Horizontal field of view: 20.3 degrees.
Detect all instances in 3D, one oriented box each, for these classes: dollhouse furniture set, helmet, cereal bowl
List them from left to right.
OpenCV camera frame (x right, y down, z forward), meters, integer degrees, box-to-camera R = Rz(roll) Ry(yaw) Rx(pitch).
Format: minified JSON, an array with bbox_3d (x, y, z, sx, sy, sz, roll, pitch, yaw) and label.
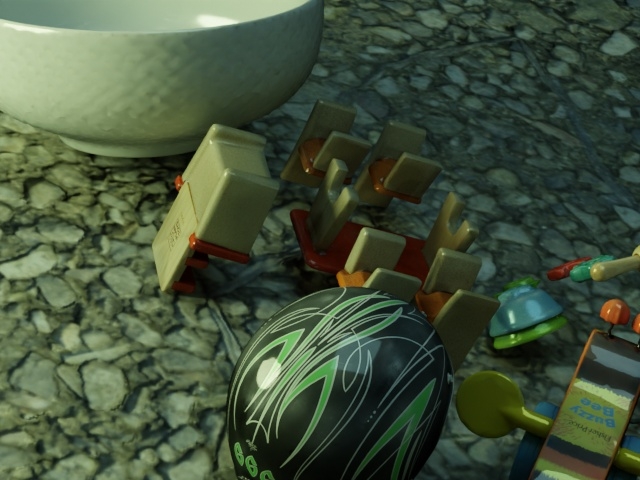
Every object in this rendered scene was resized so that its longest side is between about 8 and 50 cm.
[{"bbox_3d":[-0.163,-0.166,1.637,0.339,0.141,0.339,-1,21,0],"label":"cereal bowl"},{"bbox_3d":[0.000,0.000,1.552,0.259,0.135,0.262,15,32,-24],"label":"dollhouse furniture set"},{"bbox_3d":[0.013,0.116,1.321,0.169,0.161,0.169,11,34,-8],"label":"helmet"}]

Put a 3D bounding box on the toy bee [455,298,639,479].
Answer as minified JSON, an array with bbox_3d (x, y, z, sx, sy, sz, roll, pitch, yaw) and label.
[{"bbox_3d":[0.202,0.131,1.382,0.195,0.162,0.298,8,34,-5],"label":"toy bee"}]

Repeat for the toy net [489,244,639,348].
[{"bbox_3d":[0.256,0.032,1.548,0.232,0.045,0.122,-20,1,16],"label":"toy net"}]
